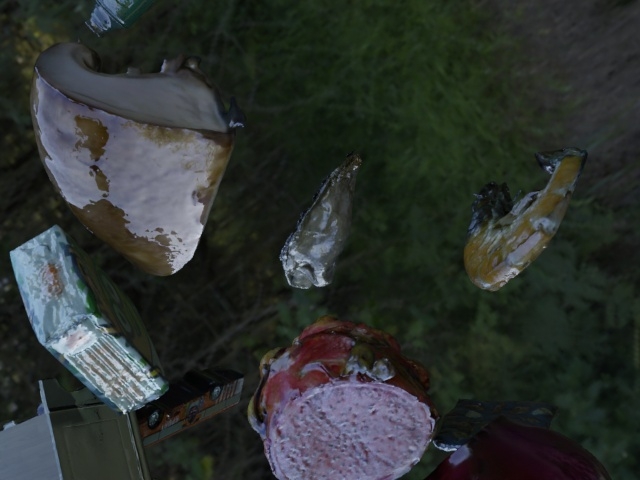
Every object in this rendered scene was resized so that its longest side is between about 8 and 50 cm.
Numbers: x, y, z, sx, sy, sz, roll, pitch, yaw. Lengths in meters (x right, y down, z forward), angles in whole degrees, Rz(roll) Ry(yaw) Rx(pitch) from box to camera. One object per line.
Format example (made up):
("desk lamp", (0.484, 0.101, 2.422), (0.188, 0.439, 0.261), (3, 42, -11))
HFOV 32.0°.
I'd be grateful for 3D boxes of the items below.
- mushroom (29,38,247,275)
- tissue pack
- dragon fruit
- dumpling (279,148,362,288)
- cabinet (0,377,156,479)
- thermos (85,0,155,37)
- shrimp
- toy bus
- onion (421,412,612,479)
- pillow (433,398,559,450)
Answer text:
("mushroom", (-0.330, -0.101, 1.818), (0.224, 0.314, 0.397), (-110, 32, -44))
("tissue pack", (-0.410, 0.147, 1.991), (0.228, 0.128, 0.311), (58, 178, 36))
("dragon fruit", (0.016, 0.248, 1.844), (0.296, 0.314, 0.263), (43, -161, -33))
("dumpling", (0.005, 0.000, 2.055), (0.086, 0.166, 0.332), (30, 131, 15))
("cabinet", (-0.486, 0.435, 2.115), (0.227, 0.290, 0.318), (0, -110, -52))
("thermos", (-0.260, -0.369, 1.587), (0.073, 0.188, 0.083), (40, -168, -36))
("shrimp", (0.328, -0.064, 1.844), (0.085, 0.272, 0.445), (37, -166, -7))
("toy bus", (-0.316, 0.360, 2.433), (0.093, 0.092, 0.409), (20, -161, 28))
("onion", (0.272, 0.452, 1.384), (0.420, 0.398, 0.398), (34, 176, 9))
("pillow", (0.304, 0.314, 1.910), (0.255, 0.189, 0.034), (-27, -63, -71))
